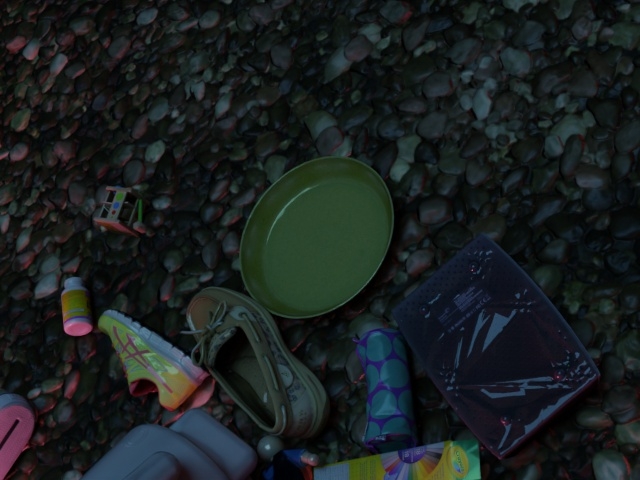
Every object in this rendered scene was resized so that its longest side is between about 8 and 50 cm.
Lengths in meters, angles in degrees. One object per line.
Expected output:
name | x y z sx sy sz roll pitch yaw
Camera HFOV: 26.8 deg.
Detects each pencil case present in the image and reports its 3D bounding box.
pencil case | 0.081 0.188 1.672 0.070 0.064 0.152 -9 60 10

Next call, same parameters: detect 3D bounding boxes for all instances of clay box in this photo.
clay box | 0.098 0.317 1.603 0.222 0.053 0.127 -15 59 25

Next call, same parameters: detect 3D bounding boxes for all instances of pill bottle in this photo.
pill bottle | -0.365 0.097 2.011 0.043 0.043 0.083 -25 56 20

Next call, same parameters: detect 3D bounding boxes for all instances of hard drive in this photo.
hard drive | 0.213 0.128 1.626 0.172 0.054 0.255 -42 52 8

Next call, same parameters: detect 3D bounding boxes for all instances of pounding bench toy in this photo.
pounding bench toy | -0.286 -0.046 2.029 0.083 0.052 0.065 8 71 34

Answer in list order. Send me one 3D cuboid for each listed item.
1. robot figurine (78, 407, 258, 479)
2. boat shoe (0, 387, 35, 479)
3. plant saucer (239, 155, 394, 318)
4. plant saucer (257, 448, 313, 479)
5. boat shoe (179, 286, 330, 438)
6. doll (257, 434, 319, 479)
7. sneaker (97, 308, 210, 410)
robot figurine | -0.228 0.366 1.639 0.199 0.300 0.353 33 55 20
boat shoe | -0.530 0.350 1.964 0.302 0.109 0.094 -53 35 -13
plant saucer | 0.000 0.000 1.836 0.241 0.037 0.241 -15 59 26
plant saucer | -0.043 0.309 1.719 0.083 0.015 0.083 -14 61 26
boat shoe | -0.100 0.154 1.770 0.285 0.089 0.105 40 114 38
doll | -0.041 0.311 1.659 0.129 0.046 0.189 -56 31 24
sneaker | -0.252 0.167 1.882 0.208 0.081 0.094 29 86 38
